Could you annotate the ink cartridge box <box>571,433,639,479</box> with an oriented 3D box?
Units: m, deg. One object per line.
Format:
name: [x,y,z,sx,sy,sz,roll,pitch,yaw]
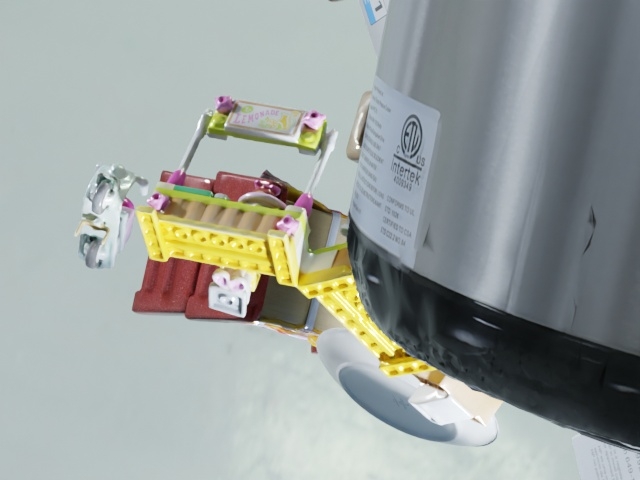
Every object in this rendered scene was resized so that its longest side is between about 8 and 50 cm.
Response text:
ink cartridge box: [0.331,0.174,1.170,0.197,0.270,0.198,-1,70,-29]

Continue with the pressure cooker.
pressure cooker: [0.219,-0.133,0.817,0.370,0.420,0.375,18,14,33]

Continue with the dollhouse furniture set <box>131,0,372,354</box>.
dollhouse furniture set: [0.013,-0.096,1.466,0.201,0.152,0.374,19,82,-38]

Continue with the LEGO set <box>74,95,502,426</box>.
LEGO set: [0.000,0.000,1.121,0.287,0.132,0.107,23,56,-3]

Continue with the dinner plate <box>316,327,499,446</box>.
dinner plate: [0.057,0.107,1.275,0.141,0.141,0.017,27,66,6]

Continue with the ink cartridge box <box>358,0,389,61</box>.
ink cartridge box: [0.138,-0.217,2.034,0.066,0.261,0.296,-18,88,-20]
